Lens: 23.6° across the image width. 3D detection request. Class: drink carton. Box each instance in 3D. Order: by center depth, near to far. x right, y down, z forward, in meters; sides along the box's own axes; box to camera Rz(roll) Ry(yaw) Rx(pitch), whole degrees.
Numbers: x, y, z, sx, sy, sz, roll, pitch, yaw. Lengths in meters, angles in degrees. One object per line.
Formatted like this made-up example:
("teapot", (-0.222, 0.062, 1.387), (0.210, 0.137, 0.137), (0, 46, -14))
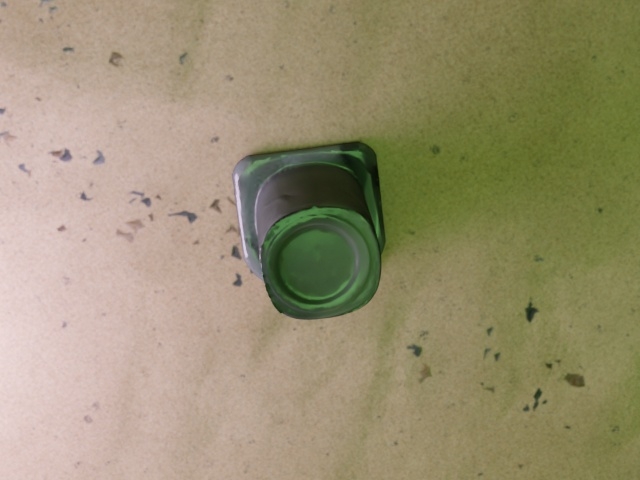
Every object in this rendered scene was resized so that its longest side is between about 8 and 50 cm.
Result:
("drink carton", (0.000, 0.000, 1.862), (0.185, 0.189, 0.191), (-7, 110, -6))
